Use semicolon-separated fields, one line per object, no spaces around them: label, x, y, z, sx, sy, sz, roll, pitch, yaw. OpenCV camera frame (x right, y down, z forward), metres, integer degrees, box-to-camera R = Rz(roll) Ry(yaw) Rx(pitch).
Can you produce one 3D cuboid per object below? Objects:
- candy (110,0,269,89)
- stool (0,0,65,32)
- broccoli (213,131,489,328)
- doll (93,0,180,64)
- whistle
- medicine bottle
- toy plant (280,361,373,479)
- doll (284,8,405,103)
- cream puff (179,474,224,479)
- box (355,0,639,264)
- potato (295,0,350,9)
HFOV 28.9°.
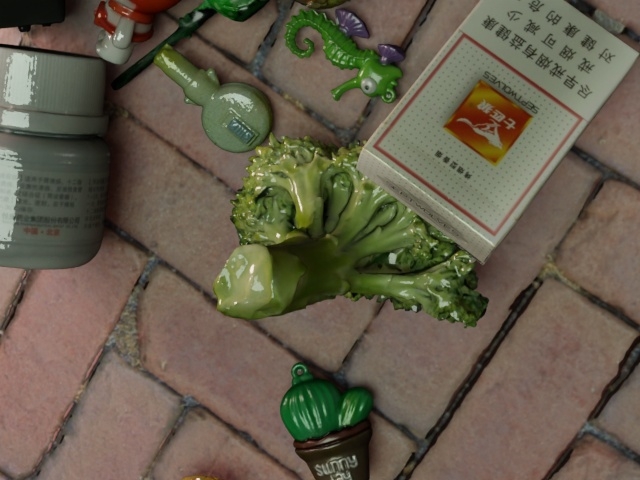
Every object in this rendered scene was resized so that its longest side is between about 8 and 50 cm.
candy;-0.198;-0.307;1.796;0.323;0.097;0.097;-32;92;29
stool;-0.476;-0.371;1.790;0.232;0.232;0.141;0;105;18
broccoli;-0.019;-0.004;1.644;0.353;0.397;0.275;10;108;56
doll;-0.241;-0.388;1.742;0.130;0.161;0.290;21;119;-13
whistle;-0.157;-0.206;1.787;0.198;0.057;0.104;40;117;-13
medicine bottle;-0.428;-0.127;1.814;0.245;0.245;0.306;10;98;15
toy plant;0.015;0.272;1.845;0.143;0.105;0.200;-18;85;12
doll;0.034;-0.259;1.741;0.190;0.050;0.115;40;104;7
cream puff;-0.167;0.448;1.929;0.189;0.129;0.189;6;103;26
box;0.225;-0.164;1.592;0.210;0.095;0.330;37;75;7
potato;-0.044;-0.446;1.667;0.176;0.141;0.298;-39;91;-10
